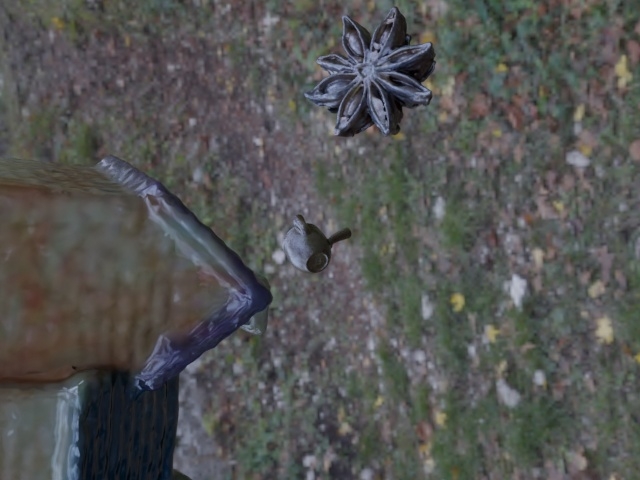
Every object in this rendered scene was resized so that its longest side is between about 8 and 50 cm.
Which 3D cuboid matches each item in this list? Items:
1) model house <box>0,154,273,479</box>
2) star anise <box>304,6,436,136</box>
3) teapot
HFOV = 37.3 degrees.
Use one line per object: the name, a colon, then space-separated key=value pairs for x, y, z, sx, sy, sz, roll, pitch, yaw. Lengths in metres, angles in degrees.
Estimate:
model house: x=-0.189 y=0.091 z=0.738 sx=0.245 sy=0.280 sz=0.312 roll=-162 pitch=75 yaw=-65
star anise: x=0.099 y=-0.283 z=1.652 sx=0.236 sy=0.223 sz=0.109 roll=53 pitch=-162 yaw=26
teapot: x=0.000 y=0.000 z=1.447 sx=0.080 sy=0.110 sz=0.085 roll=-127 pitch=28 yaw=-50
